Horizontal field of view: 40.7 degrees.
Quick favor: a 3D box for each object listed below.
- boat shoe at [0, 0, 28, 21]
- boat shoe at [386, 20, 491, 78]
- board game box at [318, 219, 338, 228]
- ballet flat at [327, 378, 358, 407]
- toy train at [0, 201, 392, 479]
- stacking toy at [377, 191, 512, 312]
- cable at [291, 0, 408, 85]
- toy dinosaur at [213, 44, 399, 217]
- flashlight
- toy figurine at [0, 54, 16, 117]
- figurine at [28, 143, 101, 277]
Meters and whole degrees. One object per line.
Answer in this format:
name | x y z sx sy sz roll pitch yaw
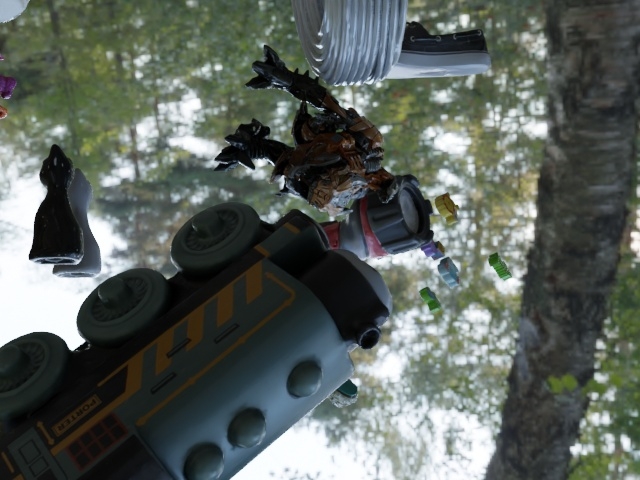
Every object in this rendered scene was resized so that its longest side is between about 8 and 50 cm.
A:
boat shoe | -0.312 -0.233 0.673 0.184 0.066 0.063 8 -140 -54
boat shoe | 0.144 -0.286 1.274 0.228 0.076 0.080 -4 175 -13
board game box | -0.080 0.035 1.611 0.281 0.027 0.145 -10 -139 -15
ballet flat | -0.016 0.330 2.123 0.241 0.077 0.091 39 -140 6
toy train | -0.101 0.103 0.632 0.334 0.142 0.190 -37 -141 -19
stacking toy | 0.206 0.031 1.507 0.167 0.221 0.052 -27 -151 29
cable | 0.029 -0.311 1.010 0.089 0.257 0.257 -7 155 -11
toy dinosaur | 0.000 -0.112 1.071 0.218 0.164 0.322 26 -177 3
flashlight | 0.000 0.000 1.161 0.304 0.103 0.103 -17 180 31
toy figurine | -0.486 -0.202 1.198 0.173 0.159 0.130 30 160 -11
figurine | -0.466 -0.048 1.602 0.092 0.210 0.215 -3 167 0
